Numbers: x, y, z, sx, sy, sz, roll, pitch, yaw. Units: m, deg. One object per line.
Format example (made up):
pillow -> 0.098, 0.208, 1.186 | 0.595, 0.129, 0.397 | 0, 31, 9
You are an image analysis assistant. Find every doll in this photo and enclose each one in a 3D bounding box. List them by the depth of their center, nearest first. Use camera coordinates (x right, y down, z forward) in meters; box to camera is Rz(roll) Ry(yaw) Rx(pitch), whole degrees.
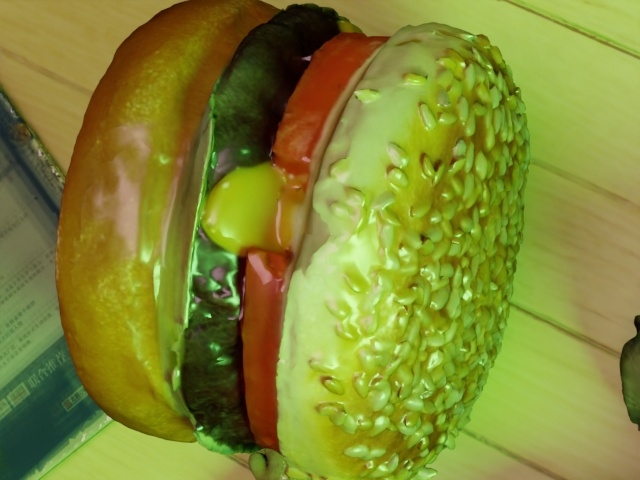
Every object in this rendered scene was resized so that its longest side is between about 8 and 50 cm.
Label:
doll -> -0.028, 0.171, 1.285 | 0.061, 0.051, 0.093 | -6, 84, 24

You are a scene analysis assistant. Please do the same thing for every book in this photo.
book -> -0.276, 0.034, 1.390 | 0.228, 0.018, 0.322 | -38, 77, 11

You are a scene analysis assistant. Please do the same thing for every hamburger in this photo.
hamburger -> 0.000, 0.000, 1.147 | 0.250, 0.330, 0.330 | 10, 90, 23

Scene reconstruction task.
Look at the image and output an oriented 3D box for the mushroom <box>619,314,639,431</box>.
mushroom -> 0.326, 0.126, 1.086 | 0.292, 0.217, 0.212 | 4, 90, 18
